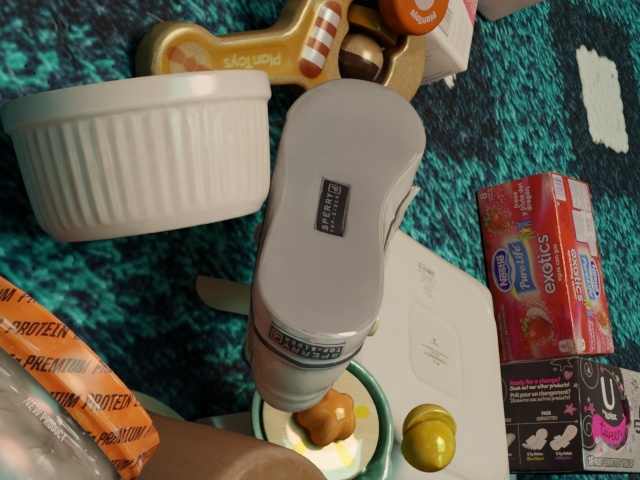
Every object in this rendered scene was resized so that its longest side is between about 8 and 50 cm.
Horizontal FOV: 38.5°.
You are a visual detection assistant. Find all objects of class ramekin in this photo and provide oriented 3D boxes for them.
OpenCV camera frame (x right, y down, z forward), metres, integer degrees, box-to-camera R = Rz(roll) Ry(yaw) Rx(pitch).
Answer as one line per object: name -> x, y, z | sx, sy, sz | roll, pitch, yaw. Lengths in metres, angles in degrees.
ramekin -> -0.136, -0.065, 0.722 | 0.207, 0.207, 0.109 | -15, 100, -52

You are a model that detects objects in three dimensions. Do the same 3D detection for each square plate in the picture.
square plate -> 0.109, 0.129, 1.027 | 0.347, 0.049, 0.344 | 32, 47, -37

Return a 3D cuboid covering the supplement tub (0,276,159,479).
supplement tub -> -0.241, 0.172, 0.453 | 0.316, 0.193, 0.193 | -48, 117, -27

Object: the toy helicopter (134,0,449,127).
toy helicopter -> -0.028, -0.175, 0.954 | 0.355, 0.140, 0.235 | -14, 113, -37

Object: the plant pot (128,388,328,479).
plant pot -> -0.107, 0.225, 0.637 | 0.263, 0.229, 0.263 | 21, 62, -47

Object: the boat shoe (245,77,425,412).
boat shoe -> 0.008, 0.003, 0.812 | 0.136, 0.156, 0.367 | 16, 41, -4

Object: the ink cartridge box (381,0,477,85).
ink cartridge box -> 0.105, -0.330, 1.187 | 0.218, 0.092, 0.158 | 41, 49, -37

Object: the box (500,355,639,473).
box -> 0.328, 0.238, 1.219 | 0.247, 0.163, 0.142 | 17, 67, -48

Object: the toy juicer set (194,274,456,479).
toy juicer set -> 0.031, 0.154, 0.823 | 0.209, 0.089, 0.329 | -8, 67, -29

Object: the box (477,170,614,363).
box -> 0.319, 0.044, 1.304 | 0.128, 0.122, 0.257 | 7, 73, -49

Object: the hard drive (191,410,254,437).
hard drive -> 0.005, 0.262, 0.913 | 0.307, 0.040, 0.203 | 4, 76, -50

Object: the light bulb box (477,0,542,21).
light bulb box -> 0.296, -0.534, 1.273 | 0.361, 0.358, 0.225 | 28, 60, -42
